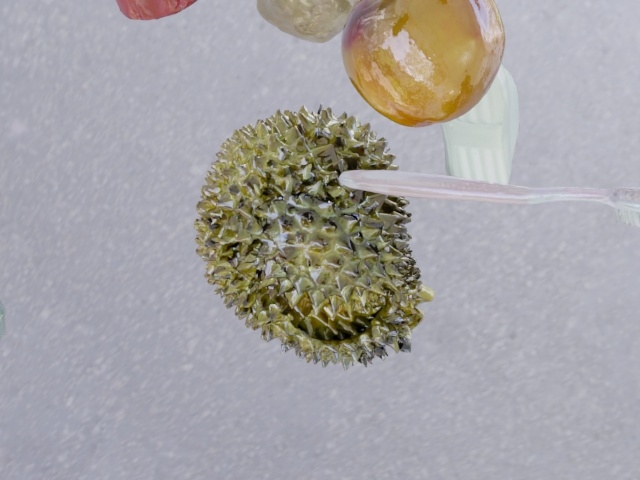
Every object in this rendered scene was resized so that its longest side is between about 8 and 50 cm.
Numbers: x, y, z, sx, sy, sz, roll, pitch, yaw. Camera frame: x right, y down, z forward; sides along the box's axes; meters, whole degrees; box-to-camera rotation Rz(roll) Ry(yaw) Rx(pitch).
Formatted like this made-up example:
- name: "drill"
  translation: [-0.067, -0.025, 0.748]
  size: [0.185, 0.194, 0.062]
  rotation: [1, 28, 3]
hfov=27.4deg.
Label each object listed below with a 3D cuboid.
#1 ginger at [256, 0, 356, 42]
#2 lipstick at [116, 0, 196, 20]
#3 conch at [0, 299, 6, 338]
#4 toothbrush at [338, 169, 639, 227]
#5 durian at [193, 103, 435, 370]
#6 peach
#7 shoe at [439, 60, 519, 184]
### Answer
- name: "ginger"
  translation: [-0.012, -0.362, 1.857]
  size: [0.138, 0.267, 0.152]
  rotation: [16, 60, -10]
- name: "lipstick"
  translation: [-0.143, -0.261, 0.823]
  size: [0.073, 0.279, 0.073]
  rotation: [-11, 47, 12]
- name: "conch"
  translation: [-0.460, 0.087, 1.510]
  size: [0.195, 0.220, 0.277]
  rotation: [-38, 119, -39]
- name: "toothbrush"
  translation: [0.150, -0.037, 1.097]
  size: [0.025, 0.307, 0.029]
  rotation: [-55, 139, -39]
- name: "durian"
  translation: [-0.011, 0.003, 1.439]
  size: [0.258, 0.258, 0.293]
  rotation: [-39, 120, -31]
- name: "peach"
  translation: [0.083, -0.160, 1.097]
  size: [0.138, 0.138, 0.138]
  rotation: [9, 67, -22]
- name: "shoe"
  translation: [0.223, -0.230, 1.895]
  size: [0.132, 0.363, 0.160]
  rotation: [4, 54, 20]
